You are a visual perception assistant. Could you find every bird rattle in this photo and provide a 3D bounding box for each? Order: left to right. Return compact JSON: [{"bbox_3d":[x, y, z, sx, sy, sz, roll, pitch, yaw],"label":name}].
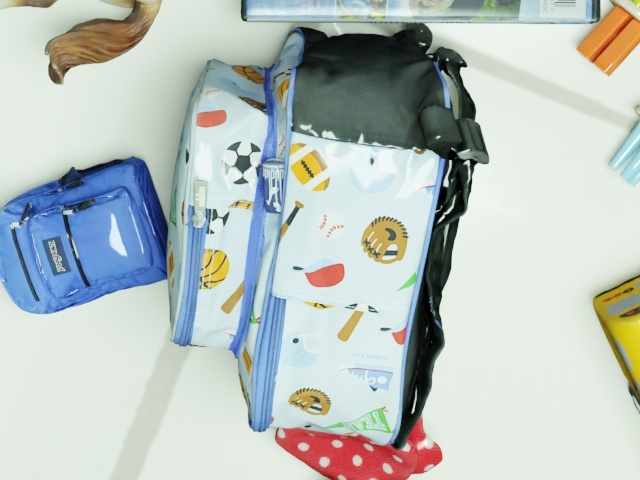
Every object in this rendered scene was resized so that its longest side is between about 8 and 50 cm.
[{"bbox_3d":[0.044,0.241,1.081,0.253,0.143,0.207,43,113,-5],"label":"bird rattle"}]

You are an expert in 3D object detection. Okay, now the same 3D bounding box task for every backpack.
[{"bbox_3d":[-0.176,-0.002,1.039,0.120,0.101,0.098,-16,94,5],"label":"backpack"},{"bbox_3d":[0.000,0.000,0.970,0.213,0.276,0.263,1,107,4],"label":"backpack"}]

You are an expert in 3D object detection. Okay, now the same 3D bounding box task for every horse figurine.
[{"bbox_3d":[-0.143,-0.236,0.993,0.174,0.066,0.263,2,97,-35],"label":"horse figurine"}]

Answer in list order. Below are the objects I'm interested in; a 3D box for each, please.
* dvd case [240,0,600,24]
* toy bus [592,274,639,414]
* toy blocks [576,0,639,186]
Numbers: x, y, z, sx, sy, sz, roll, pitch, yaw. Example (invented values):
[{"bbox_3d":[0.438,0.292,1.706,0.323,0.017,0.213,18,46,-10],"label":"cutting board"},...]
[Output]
[{"bbox_3d":[0.070,-0.241,1.006,0.253,0.022,0.180,0,93,-5],"label":"dvd case"},{"bbox_3d":[0.319,0.169,1.065,0.108,0.130,0.333,-27,100,4],"label":"toy bus"},{"bbox_3d":[0.239,-0.124,1.046,0.123,0.054,0.148,38,98,-8],"label":"toy blocks"}]
